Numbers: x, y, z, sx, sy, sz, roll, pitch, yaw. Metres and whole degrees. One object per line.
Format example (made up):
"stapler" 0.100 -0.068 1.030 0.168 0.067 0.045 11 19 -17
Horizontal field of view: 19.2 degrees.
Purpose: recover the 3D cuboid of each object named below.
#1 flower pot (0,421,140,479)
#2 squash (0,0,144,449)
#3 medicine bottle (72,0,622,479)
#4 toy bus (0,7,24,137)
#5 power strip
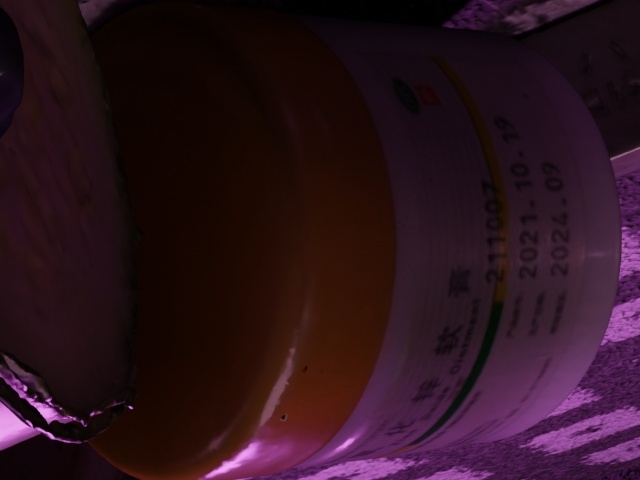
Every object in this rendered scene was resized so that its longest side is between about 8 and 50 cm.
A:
"flower pot" -0.248 0.121 1.073 0.213 0.302 0.301 -22 162 39
"squash" -0.286 0.003 0.720 0.384 0.263 0.263 -18 162 9
"medicine bottle" 0.000 0.000 0.991 0.232 0.238 0.238 -1 158 -39
"toy bus" -0.196 -0.141 0.460 0.232 0.194 0.288 -5 149 11
"power strip" 0.168 -0.086 1.111 0.288 0.093 0.053 -22 164 19
